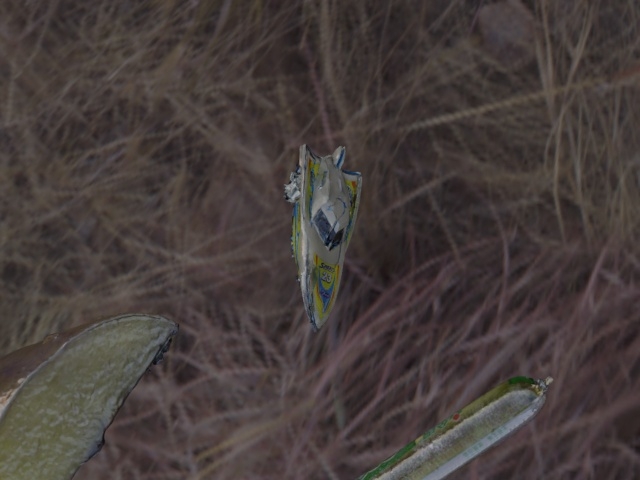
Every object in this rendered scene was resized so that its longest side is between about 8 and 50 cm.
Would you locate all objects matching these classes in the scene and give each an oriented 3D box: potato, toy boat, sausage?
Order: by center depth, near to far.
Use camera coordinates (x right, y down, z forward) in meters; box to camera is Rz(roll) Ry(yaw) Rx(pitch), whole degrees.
[{"bbox_3d":[-0.182,0.094,0.875,0.089,0.100,0.172,39,80,-30],"label":"potato"},{"bbox_3d":[0.037,0.162,0.895,0.269,0.033,0.033,-35,105,9],"label":"sausage"},{"bbox_3d":[0.000,0.000,1.451,0.066,0.210,0.084,-24,142,39],"label":"toy boat"}]
